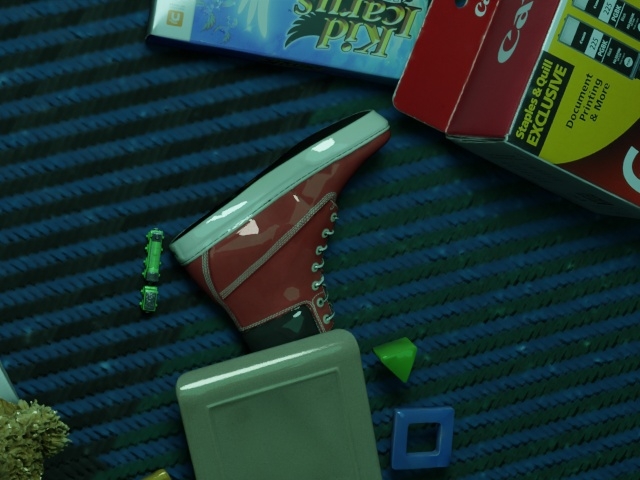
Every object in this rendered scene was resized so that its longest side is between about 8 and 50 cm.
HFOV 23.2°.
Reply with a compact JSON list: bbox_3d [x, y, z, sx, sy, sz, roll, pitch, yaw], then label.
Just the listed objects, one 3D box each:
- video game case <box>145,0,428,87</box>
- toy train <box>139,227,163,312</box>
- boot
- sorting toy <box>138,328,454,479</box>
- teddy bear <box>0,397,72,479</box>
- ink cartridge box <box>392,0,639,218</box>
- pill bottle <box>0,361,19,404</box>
[{"bbox_3d":[-0.020,-0.293,1.530,0.269,0.061,0.244,9,89,-11],"label":"video game case"},{"bbox_3d":[-0.164,0.029,1.518,0.017,0.024,0.083,6,89,-11],"label":"toy train"},{"bbox_3d":[0.000,0.000,1.522,0.244,0.088,0.176,-38,97,-1],"label":"boot"},{"bbox_3d":[-0.040,0.194,1.517,0.348,0.047,0.196,-15,109,-12],"label":"sorting toy"},{"bbox_3d":[-0.316,0.262,1.393,0.245,0.113,0.338,-12,128,1],"label":"teddy bear"},{"bbox_3d":[0.256,-0.212,1.523,0.272,0.130,0.309,23,86,-23],"label":"ink cartridge box"},{"bbox_3d":[-0.395,0.157,1.421,0.221,0.121,0.121,-27,95,-10],"label":"pill bottle"}]
